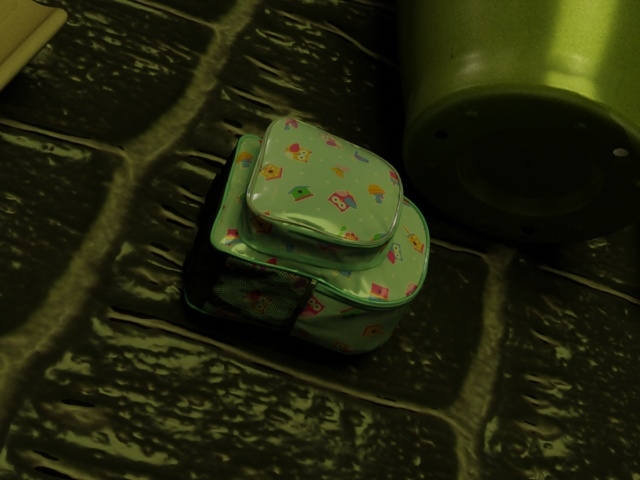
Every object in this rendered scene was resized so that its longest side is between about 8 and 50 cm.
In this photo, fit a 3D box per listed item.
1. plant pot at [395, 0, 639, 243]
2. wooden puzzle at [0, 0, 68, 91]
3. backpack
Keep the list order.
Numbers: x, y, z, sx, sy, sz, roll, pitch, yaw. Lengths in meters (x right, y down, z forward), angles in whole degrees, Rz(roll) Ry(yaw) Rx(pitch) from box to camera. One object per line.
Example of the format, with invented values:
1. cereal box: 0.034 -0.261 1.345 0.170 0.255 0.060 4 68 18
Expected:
1. plant pot: 0.220 -0.201 1.383 0.366 0.366 0.353 22 58 -12
2. wooden puzzle: -0.425 -0.166 1.146 0.347 0.080 0.322 29 44 1
3. backpack: 0.000 0.000 1.199 0.188 0.144 0.166 26 39 -12
